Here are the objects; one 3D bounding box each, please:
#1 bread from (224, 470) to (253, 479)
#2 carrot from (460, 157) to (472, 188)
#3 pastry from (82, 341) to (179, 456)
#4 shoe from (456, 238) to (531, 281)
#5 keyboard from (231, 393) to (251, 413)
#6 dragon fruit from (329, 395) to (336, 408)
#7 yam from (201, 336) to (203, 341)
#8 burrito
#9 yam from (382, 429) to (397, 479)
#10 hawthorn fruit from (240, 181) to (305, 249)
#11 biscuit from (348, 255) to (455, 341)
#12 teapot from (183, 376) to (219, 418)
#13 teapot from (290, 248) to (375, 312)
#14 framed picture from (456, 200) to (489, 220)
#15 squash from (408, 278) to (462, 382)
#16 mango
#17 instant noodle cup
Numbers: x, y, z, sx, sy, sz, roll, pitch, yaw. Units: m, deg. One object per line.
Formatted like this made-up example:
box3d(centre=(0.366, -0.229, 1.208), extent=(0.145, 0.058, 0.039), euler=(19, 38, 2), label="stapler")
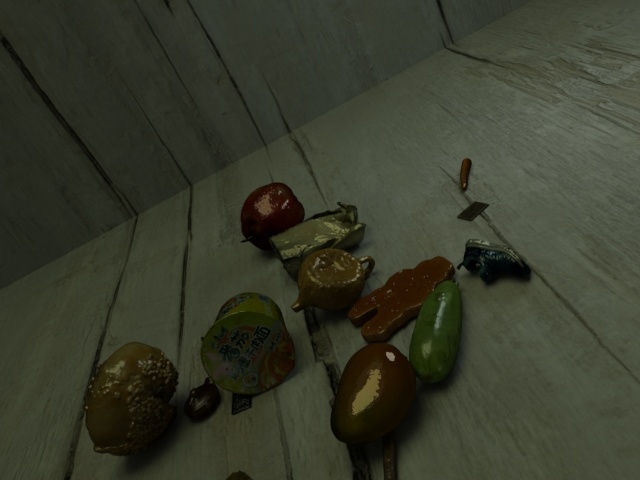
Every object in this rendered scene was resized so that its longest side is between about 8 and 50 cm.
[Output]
box3d(centre=(-0.213, 0.630, 1.247), extent=(0.152, 0.129, 0.267), euler=(9, 47, 44), label="bread")
box3d(centre=(0.515, -0.233, 2.126), extent=(0.037, 0.037, 0.190), euler=(-13, 35, 29), label="carrot")
box3d(centre=(-0.510, 0.450, 1.678), extent=(0.184, 0.284, 0.315), euler=(5, 65, 23), label="pastry")
box3d(centre=(0.468, 0.066, 1.616), extent=(0.207, 0.091, 0.106), euler=(15, 72, 48), label="shoe")
box3d(centre=(-0.229, 0.425, 1.739), extent=(0.064, 0.010, 0.198), euler=(-24, 28, 7), label="keyboard")
box3d(centre=(0.064, 0.405, 1.436), extent=(0.056, 0.060, 0.083), euler=(-37, 18, -18), label="dragon fruit")
box3d(centre=(-0.388, 0.350, 2.015), extent=(0.014, 0.014, 0.107), euler=(-35, 28, -10), label="yam")
box3d(centre=(0.002, 0.003, 2.102), extent=(0.332, 0.135, 0.190), euler=(-27, 36, -2), label="burrito")
box3d(centre=(0.149, 0.459, 1.295), extent=(0.032, 0.032, 0.145), euler=(-21, 30, 17), label="yam")
box3d(centre=(-0.209, -0.079, 2.308), extent=(0.254, 0.254, 0.300), euler=(1, 28, 45), label="hawthorn fruit")
box3d(centre=(0.238, 0.162, 1.701), extent=(0.334, 0.047, 0.202), euler=(-36, 28, -7), label="biscuit")
box3d(centre=(-0.347, 0.453, 1.728), extent=(0.098, 0.078, 0.129), euler=(-7, 34, 36), label="teapot")
box3d(centre=(0.040, 0.136, 1.834), extent=(0.311, 0.167, 0.203), euler=(-24, 50, -30), label="teapot")
box3d(centre=(0.494, -0.096, 1.936), extent=(0.089, 0.006, 0.066), euler=(-39, 28, -19), label="framed picture")
box3d(centre=(0.299, 0.203, 1.498), extent=(0.118, 0.118, 0.370), euler=(-13, 29, 30), label="squash")
box3d(centre=(0.125, 0.345, 1.346), extent=(0.176, 0.139, 0.254), euler=(-11, 37, 31), label="mango")
box3d(centre=(-0.208, 0.280, 1.723), extent=(0.264, 0.264, 0.200), euler=(-28, 20, 4), label="instant noodle cup")
